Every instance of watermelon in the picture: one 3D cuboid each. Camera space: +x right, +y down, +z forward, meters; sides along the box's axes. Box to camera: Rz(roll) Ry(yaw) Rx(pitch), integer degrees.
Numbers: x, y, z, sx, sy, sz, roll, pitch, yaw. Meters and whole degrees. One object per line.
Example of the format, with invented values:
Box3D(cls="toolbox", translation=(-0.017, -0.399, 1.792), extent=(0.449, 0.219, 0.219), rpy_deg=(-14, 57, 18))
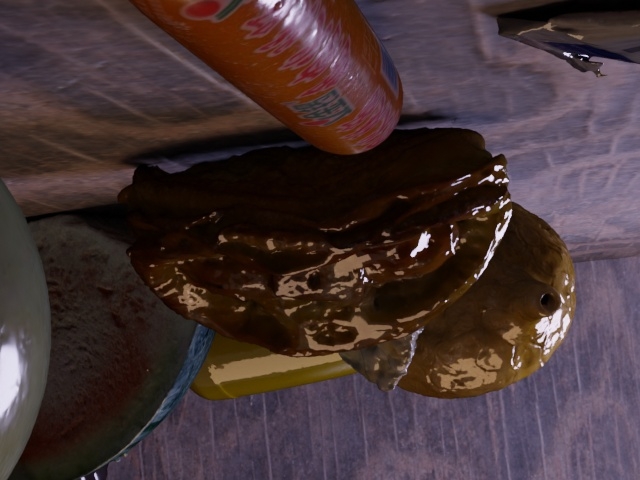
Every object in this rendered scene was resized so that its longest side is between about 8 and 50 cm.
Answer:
Box3D(cls="watermelon", translation=(-0.198, 0.067, 1.229), extent=(0.289, 0.214, 0.320), rpy_deg=(-19, -149, 55))

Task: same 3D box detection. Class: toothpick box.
Box3D(cls="toothpick box", translation=(-0.017, 0.072, 1.566), extent=(0.271, 0.175, 0.175), rpy_deg=(-10, 174, 16))

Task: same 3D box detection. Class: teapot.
Box3D(cls="teapot", translation=(0.117, 0.027, 1.330), extent=(0.203, 0.167, 0.311), rpy_deg=(-38, -147, -19))

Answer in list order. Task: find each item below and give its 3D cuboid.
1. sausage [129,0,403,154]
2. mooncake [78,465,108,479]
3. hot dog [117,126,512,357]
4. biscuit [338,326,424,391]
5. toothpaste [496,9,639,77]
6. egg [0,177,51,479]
Box3D(cls="sausage", translation=(-0.010, -0.072, 0.515), extent=(0.053, 0.053, 0.348), rpy_deg=(-6, 175, 9))
Box3D(cls="mooncake", translation=(-0.322, 0.192, 1.511), extent=(0.212, 0.381, 0.351), rpy_deg=(10, 132, -10))
Box3D(cls="hot dog", translation=(-0.002, 0.003, 0.946), extent=(0.259, 0.114, 0.175), rpy_deg=(-6, 147, 20))
Box3D(cls="biscuit", translation=(0.024, 0.043, 1.247), extent=(0.040, 0.188, 0.265), rpy_deg=(-36, -170, -37))
Box3D(cls="toothpaste", translation=(0.224, -0.089, 0.604), extent=(0.282, 0.068, 0.099), rpy_deg=(3, 150, 31))
Box3D(cls="egg", translation=(-0.222, 0.037, 0.607), extent=(0.218, 0.218, 0.295), rpy_deg=(-5, -175, -4))
